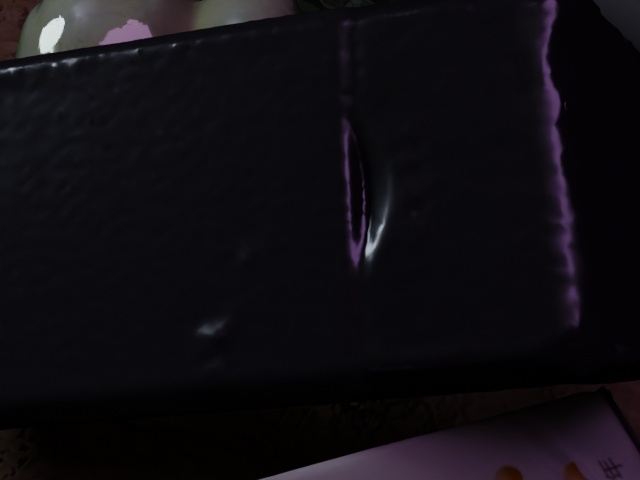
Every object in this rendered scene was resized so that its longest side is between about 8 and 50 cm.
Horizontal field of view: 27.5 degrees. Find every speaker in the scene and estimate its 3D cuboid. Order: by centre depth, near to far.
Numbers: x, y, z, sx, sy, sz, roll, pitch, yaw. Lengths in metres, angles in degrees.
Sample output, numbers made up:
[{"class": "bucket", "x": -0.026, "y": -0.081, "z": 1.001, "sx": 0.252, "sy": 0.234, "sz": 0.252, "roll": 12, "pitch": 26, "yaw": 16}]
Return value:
[{"class": "speaker", "x": 0.000, "y": 0.000, "z": 0.643, "sx": 0.388, "sy": 0.184, "sz": 0.180, "roll": -5, "pitch": 78, "yaw": 18}]

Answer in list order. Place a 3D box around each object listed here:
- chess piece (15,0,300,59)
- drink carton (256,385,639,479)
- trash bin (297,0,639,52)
[{"class": "chess piece", "x": -0.015, "y": -0.081, "z": 0.781, "sx": 0.330, "sy": 0.182, "sz": 0.182, "roll": 7, "pitch": 46, "yaw": -2}, {"class": "drink carton", "x": 0.012, "y": 0.201, "z": 0.530, "sx": 0.325, "sy": 0.132, "sz": 0.194, "roll": -10, "pitch": 52, "yaw": -24}, {"class": "trash bin", "x": 0.097, "y": -0.238, "z": 0.921, "sx": 0.343, "sy": 0.158, "sz": 0.223, "roll": 28, "pitch": 55, "yaw": 1}]
